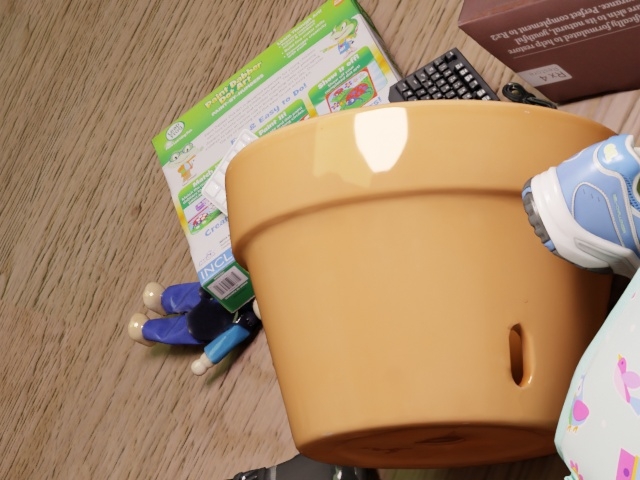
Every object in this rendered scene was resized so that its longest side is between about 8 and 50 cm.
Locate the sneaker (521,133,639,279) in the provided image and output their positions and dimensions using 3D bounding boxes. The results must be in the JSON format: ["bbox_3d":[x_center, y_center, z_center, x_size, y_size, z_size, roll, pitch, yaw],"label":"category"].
[{"bbox_3d":[0.228,-0.008,1.039,0.081,0.211,0.080,-41,48,36],"label":"sneaker"}]

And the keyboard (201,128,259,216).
[{"bbox_3d":[0.000,0.000,1.397,0.256,0.014,0.072,39,93,29],"label":"keyboard"}]

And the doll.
[{"bbox_3d":[-0.097,0.069,1.535,0.189,0.046,0.129,-8,48,41],"label":"doll"}]

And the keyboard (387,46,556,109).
[{"bbox_3d":[0.135,-0.100,1.358,0.108,0.023,0.180,-27,46,-5],"label":"keyboard"}]

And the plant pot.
[{"bbox_3d":[0.081,0.046,1.152,0.291,0.291,0.203,-19,67,43],"label":"plant pot"}]

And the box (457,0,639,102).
[{"bbox_3d":[0.257,-0.316,1.312,0.191,0.143,0.381,-11,57,47],"label":"box"}]

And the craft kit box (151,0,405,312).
[{"bbox_3d":[-0.029,-0.089,1.530,0.250,0.061,0.246,-37,41,11],"label":"craft kit box"}]

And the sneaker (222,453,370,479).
[{"bbox_3d":[-0.088,0.242,1.317,0.283,0.124,0.107,-39,39,26],"label":"sneaker"}]

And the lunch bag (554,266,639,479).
[{"bbox_3d":[0.267,0.098,0.948,0.262,0.160,0.223,-54,35,14],"label":"lunch bag"}]
